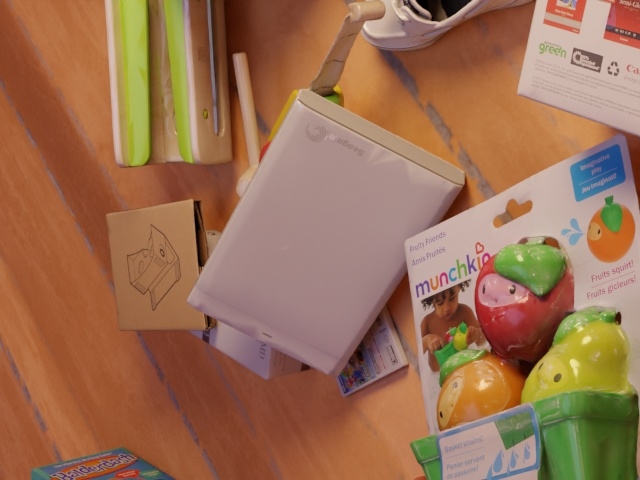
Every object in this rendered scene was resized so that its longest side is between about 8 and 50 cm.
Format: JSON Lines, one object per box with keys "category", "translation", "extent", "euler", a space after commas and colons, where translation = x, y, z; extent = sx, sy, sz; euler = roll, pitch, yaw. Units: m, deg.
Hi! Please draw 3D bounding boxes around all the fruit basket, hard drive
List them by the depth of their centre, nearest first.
{"category": "fruit basket", "translation": [0.194, 0.113, 1.344], "extent": [0.327, 0.165, 0.353], "euler": [-27, 67, 48]}
{"category": "hard drive", "translation": [0.000, 0.000, 1.569], "extent": [0.203, 0.040, 0.307], "euler": [27, 124, -6]}

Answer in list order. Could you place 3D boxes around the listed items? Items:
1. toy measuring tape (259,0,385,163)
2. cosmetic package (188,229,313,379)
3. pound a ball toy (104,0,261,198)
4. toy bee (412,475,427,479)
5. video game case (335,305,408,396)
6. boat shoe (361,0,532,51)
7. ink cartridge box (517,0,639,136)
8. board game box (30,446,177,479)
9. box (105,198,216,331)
{"category": "toy measuring tape", "translation": [0.013, -0.122, 1.563], "extent": [0.121, 0.121, 0.330], "euler": [60, 144, 22]}
{"category": "cosmetic package", "translation": [-0.104, 0.078, 1.775], "extent": [0.231, 0.086, 0.117], "euler": [26, 116, 45]}
{"category": "pound a ball toy", "translation": [-0.146, -0.208, 1.761], "extent": [0.208, 0.136, 0.319], "euler": [-1, 97, 24]}
{"category": "toy bee", "translation": [0.084, 0.409, 1.594], "extent": [0.298, 0.162, 0.195], "euler": [-43, 54, 17]}
{"category": "video game case", "translation": [0.050, 0.128, 1.661], "extent": [0.122, 0.011, 0.087], "euler": [-34, 72, 47]}
{"category": "boat shoe", "translation": [0.116, -0.261, 1.455], "extent": [0.258, 0.084, 0.095], "euler": [-19, 83, 49]}
{"category": "ink cartridge box", "translation": [0.344, -0.214, 1.167], "extent": [0.309, 0.130, 0.271], "euler": [27, 115, 43]}
{"category": "board game box", "translation": [-0.292, 0.365, 1.987], "extent": [0.210, 0.160, 0.047], "euler": [19, 110, 45]}
{"category": "box", "translation": [-0.210, 0.035, 1.810], "extent": [0.201, 0.021, 0.164], "euler": [-5, 92, 50]}
